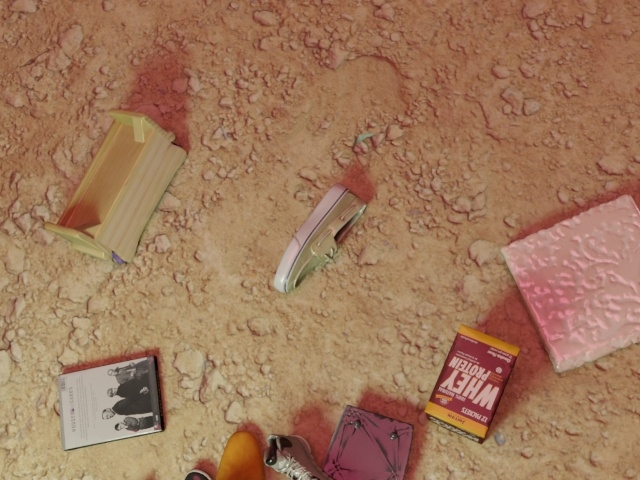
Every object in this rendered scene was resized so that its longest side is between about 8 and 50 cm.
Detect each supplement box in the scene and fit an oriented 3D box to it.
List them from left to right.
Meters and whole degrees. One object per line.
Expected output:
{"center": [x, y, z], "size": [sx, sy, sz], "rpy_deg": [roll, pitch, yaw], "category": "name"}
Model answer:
{"center": [0.317, 0.305, 1.725], "size": [0.129, 0.191, 0.194], "rpy_deg": [22, 77, 16], "category": "supplement box"}

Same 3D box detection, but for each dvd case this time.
{"center": [-0.488, 0.377, 1.913], "size": [0.239, 0.029, 0.179], "rpy_deg": [-12, 70, 5], "category": "dvd case"}

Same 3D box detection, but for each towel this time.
{"center": [0.609, 0.093, 1.827], "size": [0.332, 0.053, 0.316], "rpy_deg": [-22, 68, 0], "category": "towel"}

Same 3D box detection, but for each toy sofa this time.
{"center": [-0.502, -0.132, 2.045], "size": [0.150, 0.177, 0.362], "rpy_deg": [13, 72, 39], "category": "toy sofa"}

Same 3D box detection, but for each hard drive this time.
{"center": [0.093, 0.498, 1.766], "size": [0.172, 0.054, 0.254], "rpy_deg": [15, 75, 13], "category": "hard drive"}

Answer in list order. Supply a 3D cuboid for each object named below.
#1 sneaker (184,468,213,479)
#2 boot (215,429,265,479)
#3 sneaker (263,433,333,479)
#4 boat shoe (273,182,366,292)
{"center": [-0.274, 0.608, 1.762], "size": [0.084, 0.097, 0.234], "rpy_deg": [0, 71, 8], "category": "sneaker"}
{"center": [-0.188, 0.534, 1.714], "size": [0.104, 0.211, 0.295], "rpy_deg": [2, 71, 9], "category": "boot"}
{"center": [-0.053, 0.490, 1.713], "size": [0.086, 0.132, 0.228], "rpy_deg": [-51, 45, 8], "category": "sneaker"}
{"center": [0.000, 0.000, 1.927], "size": [0.094, 0.109, 0.302], "rpy_deg": [29, 75, 15], "category": "boat shoe"}
